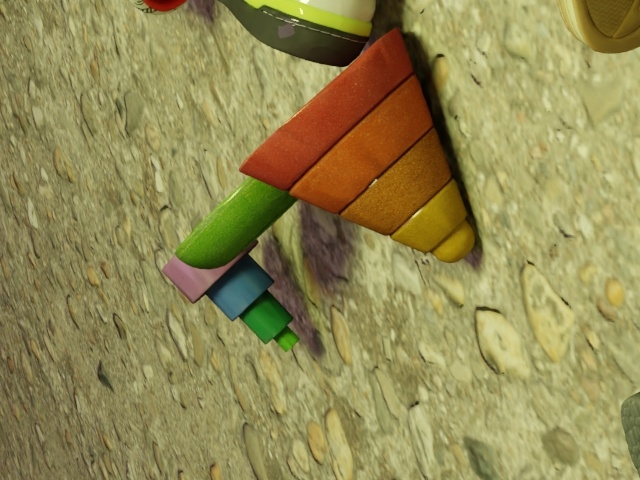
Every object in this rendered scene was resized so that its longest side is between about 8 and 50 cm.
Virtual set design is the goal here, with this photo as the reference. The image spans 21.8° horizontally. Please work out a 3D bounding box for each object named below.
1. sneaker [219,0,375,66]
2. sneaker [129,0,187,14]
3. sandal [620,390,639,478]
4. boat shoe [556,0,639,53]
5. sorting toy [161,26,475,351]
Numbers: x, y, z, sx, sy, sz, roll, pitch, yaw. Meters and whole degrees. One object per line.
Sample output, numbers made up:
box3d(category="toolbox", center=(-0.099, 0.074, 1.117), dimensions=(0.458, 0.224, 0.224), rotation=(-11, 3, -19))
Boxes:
box3d(category="sneaker", center=(-0.021, -0.182, 0.993), dimensions=(0.235, 0.084, 0.097), rotation=(43, 118, 50))
box3d(category="sneaker", center=(-0.131, -0.274, 1.106), dimensions=(0.145, 0.090, 0.270), rotation=(41, 148, 27))
box3d(category="sandal", center=(0.222, 0.122, 0.655), dimensions=(0.254, 0.054, 0.097), rotation=(25, 137, 49))
box3d(category="boat shoe", center=(0.112, -0.163, 0.685), dimensions=(0.059, 0.063, 0.170), rotation=(-160, 65, -66))
box3d(category="sorting toy", center=(0.000, 0.000, 1.043), dimensions=(0.126, 0.127, 0.365), rotation=(46, 154, 0))
